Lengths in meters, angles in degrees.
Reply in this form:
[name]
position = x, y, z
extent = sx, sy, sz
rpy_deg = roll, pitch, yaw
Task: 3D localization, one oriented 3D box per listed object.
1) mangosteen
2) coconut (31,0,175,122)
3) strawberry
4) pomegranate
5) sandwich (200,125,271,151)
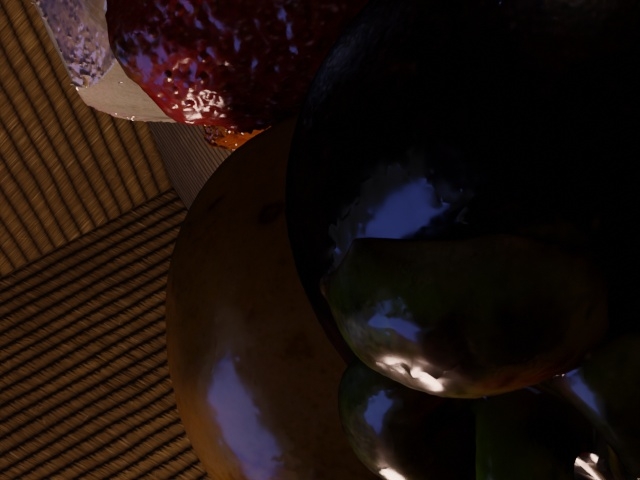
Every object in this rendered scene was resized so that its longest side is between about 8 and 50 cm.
[mangosteen]
position = 0.120, -0.009, 0.574
extent = 0.330, 0.330, 0.330
rpy_deg = 57, 168, 19
[coconut]
position = -0.181, -0.286, 1.287
extent = 0.309, 0.297, 0.297
rpy_deg = 57, 168, 20
[strawberry]
position = -0.054, -0.211, 0.959
extent = 0.257, 0.277, 0.257
rpy_deg = 53, 165, 21
[pomegranate]
position = 0.067, 0.085, 0.913
extent = 0.417, 0.416, 0.417
rpy_deg = 57, 168, 19
[sandwich]
position = -0.072, -0.174, 1.489
extent = 0.235, 0.159, 0.079
rpy_deg = 8, -107, -74
